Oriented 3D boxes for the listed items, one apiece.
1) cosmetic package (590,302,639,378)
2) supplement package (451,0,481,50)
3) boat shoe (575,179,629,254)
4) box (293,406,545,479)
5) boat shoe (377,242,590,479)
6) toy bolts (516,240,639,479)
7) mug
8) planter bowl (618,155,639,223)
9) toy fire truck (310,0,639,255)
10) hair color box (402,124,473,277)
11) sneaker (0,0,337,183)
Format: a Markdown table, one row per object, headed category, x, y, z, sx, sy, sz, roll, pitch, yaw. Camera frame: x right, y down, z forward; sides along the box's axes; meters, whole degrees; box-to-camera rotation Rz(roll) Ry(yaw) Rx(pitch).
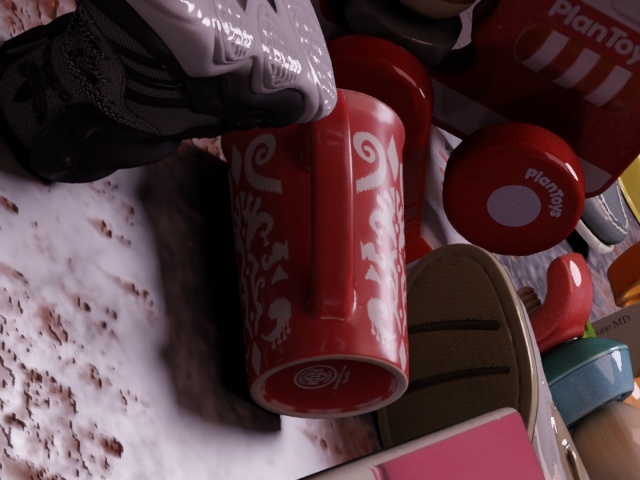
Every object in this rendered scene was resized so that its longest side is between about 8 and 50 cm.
| category | x | y | z | sx | sy | sz | roll | pitch | yaw |
| --- | --- | --- | --- | --- | --- | --- | --- | --- | --- |
| cosmetic package | 0.321 | 0.197 | 1.226 | 0.113 | 0.160 | 0.309 | 40 | 29 | -45 |
| supplement package | 0.234 | -0.297 | 1.357 | 0.177 | 0.293 | 0.175 | 65 | 26 | -3 |
| boat shoe | 0.263 | -0.145 | 1.504 | 0.116 | 0.099 | 0.319 | 18 | 53 | -57 |
| box | 0.013 | 0.173 | 0.710 | 0.232 | 0.148 | 0.127 | -5 | 74 | -62 |
| boat shoe | 0.115 | 0.155 | 0.976 | 0.103 | 0.113 | 0.302 | 16 | 65 | -61 |
| toy bolts | 0.229 | 0.096 | 1.095 | 0.158 | 0.218 | 0.228 | 61 | 20 | 18 |
| mug | -0.008 | 0.003 | 0.860 | 0.150 | 0.113 | 0.169 | 46 | 35 | -55 |
| planter bowl | 0.418 | -0.101 | 1.772 | 0.217 | 0.090 | 0.217 | 43 | 35 | -40 |
| toy fire truck | 0.126 | -0.156 | 1.034 | 0.302 | 0.254 | 0.169 | 29 | 38 | -11 |
| hair color box | 0.082 | -0.018 | 1.121 | 0.072 | 0.043 | 0.141 | 50 | 31 | -28 |
| sneaker | -0.103 | -0.097 | 0.706 | 0.268 | 0.153 | 0.101 | 29 | 43 | -64 |
